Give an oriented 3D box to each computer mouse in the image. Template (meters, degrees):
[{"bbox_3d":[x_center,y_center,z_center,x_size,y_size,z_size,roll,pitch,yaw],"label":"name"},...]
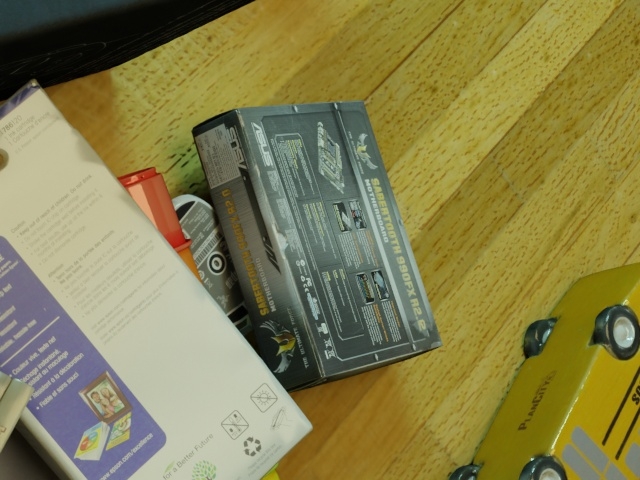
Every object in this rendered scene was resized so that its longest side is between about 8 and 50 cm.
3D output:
[{"bbox_3d":[-0.077,0.041,1.486,0.106,0.042,0.193,-50,116,-29],"label":"computer mouse"}]

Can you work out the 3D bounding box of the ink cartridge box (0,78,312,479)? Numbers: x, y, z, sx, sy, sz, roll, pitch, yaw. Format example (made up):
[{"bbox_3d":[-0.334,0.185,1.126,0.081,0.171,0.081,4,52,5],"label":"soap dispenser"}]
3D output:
[{"bbox_3d":[-0.167,0.064,1.291,0.165,0.065,0.332,-41,105,-18],"label":"ink cartridge box"}]

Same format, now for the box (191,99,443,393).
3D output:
[{"bbox_3d":[0.000,0.000,1.504,0.183,0.056,0.231,-10,81,-55],"label":"box"}]

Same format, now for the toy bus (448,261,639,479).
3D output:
[{"bbox_3d":[0.240,0.165,1.659,0.130,0.108,0.332,46,55,-22],"label":"toy bus"}]

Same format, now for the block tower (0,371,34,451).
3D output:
[{"bbox_3d":[-0.361,0.062,1.169,0.335,0.097,0.091,30,68,-9],"label":"block tower"}]

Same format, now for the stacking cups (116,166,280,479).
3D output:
[{"bbox_3d":[-0.101,0.100,1.393,0.096,0.096,0.316,-25,102,-39],"label":"stacking cups"}]

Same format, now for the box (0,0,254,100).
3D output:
[{"bbox_3d":[-0.221,-0.217,1.233,0.395,0.293,0.212,-26,95,-49],"label":"box"}]

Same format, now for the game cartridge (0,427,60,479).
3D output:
[{"bbox_3d":[-0.282,0.153,1.288,0.230,0.068,0.355,16,70,-39],"label":"game cartridge"}]
